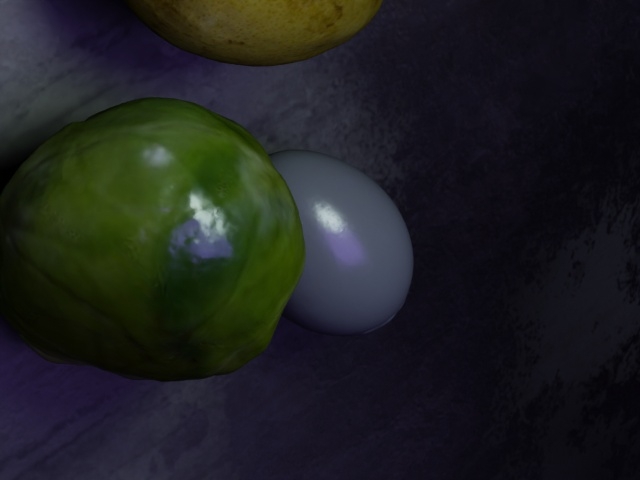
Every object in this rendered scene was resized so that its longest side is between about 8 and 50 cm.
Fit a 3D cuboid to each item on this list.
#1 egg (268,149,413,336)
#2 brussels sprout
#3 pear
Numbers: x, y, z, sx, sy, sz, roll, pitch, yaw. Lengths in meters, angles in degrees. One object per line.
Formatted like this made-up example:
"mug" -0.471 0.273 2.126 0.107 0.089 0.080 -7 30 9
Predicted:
"egg" 0.000 0.000 2.072 0.176 0.176 0.232 -53 125 -14
"brussels sprout" -0.168 0.001 1.879 0.344 0.344 0.268 25 63 -41
"pear" -0.071 -0.317 1.842 0.314 0.314 0.314 -13 111 -36
